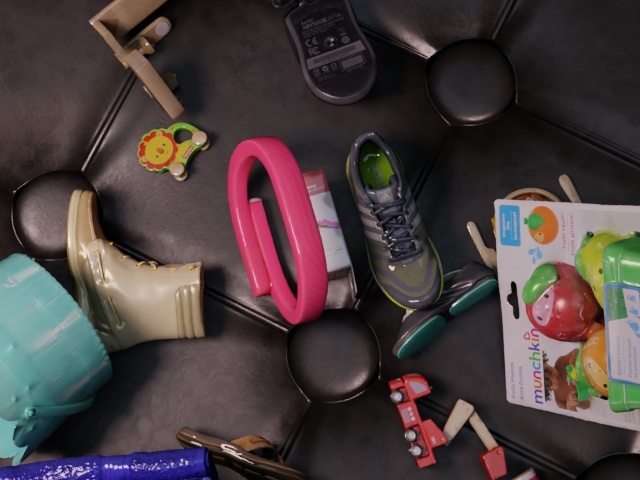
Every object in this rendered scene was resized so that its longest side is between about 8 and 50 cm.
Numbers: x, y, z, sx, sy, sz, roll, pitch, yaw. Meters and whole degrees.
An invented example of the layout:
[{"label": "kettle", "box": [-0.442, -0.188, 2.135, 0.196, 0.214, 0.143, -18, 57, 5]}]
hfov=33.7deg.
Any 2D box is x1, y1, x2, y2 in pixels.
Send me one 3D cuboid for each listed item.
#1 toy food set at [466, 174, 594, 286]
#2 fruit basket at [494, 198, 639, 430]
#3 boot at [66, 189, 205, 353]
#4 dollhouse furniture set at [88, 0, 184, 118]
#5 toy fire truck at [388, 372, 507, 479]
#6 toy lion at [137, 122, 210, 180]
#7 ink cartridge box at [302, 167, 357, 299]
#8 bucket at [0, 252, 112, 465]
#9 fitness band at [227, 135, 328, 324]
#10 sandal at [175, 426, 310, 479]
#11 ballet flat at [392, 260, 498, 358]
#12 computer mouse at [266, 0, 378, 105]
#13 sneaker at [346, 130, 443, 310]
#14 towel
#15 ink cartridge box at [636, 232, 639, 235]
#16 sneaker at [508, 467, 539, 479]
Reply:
[{"label": "toy food set", "box": [0.339, -0.021, 1.673, 0.192, 0.038, 0.132, -28, 82, -3]}, {"label": "fruit basket", "box": [0.384, 0.108, 1.488, 0.353, 0.165, 0.327, 5, 104, 43]}, {"label": "boot", "box": [-0.284, 0.039, 1.646, 0.204, 0.095, 0.261, -9, 83, 0]}, {"label": "dollhouse furniture set", "box": [-0.253, -0.308, 1.674, 0.123, 0.144, 0.151, -41, 47, -5]}, {"label": "toy fire truck", "box": [0.195, 0.287, 1.625, 0.135, 0.047, 0.192, -19, 81, -2]}, {"label": "toy lion", "box": [-0.243, -0.150, 1.709, 0.096, 0.034, 0.100, 34, 83, 13]}, {"label": "ink cartridge box", "box": [0.000, 0.000, 1.636, 0.067, 0.115, 0.198, -16, 81, -3]}, {"label": "bucket", "box": [-0.448, 0.167, 1.533, 0.183, 0.281, 0.281, -38, 82, -28]}, {"label": "fitness band", "box": [-0.065, -0.014, 1.594, 0.054, 0.209, 0.290, -13, 79, -27]}, {"label": "sandal", "box": [-0.113, 0.325, 1.618, 0.219, 0.090, 0.060, 20, 60, 11]}, {"label": "ballet flat", "box": [0.183, 0.102, 1.648, 0.203, 0.074, 0.074, -39, 83, 1]}, {"label": "computer mouse", "box": [0.020, -0.328, 1.715, 0.189, 0.072, 0.272, -15, 69, 1]}, {"label": "sneaker", "box": [0.104, -0.033, 1.623, 0.111, 0.121, 0.299, -23, 73, 3]}, {"label": "towel", "box": [-0.295, 0.375, 1.529, 0.308, 0.227, 0.076, -5, 60, 1]}, {"label": "ink cartridge box", "box": [0.512, 0.024, 1.585, 0.082, 0.190, 0.139, -24, 82, -5]}, {"label": "sneaker", "box": [0.290, 0.404, 1.608, 0.118, 0.042, 0.067, -29, 79, -6]}]
